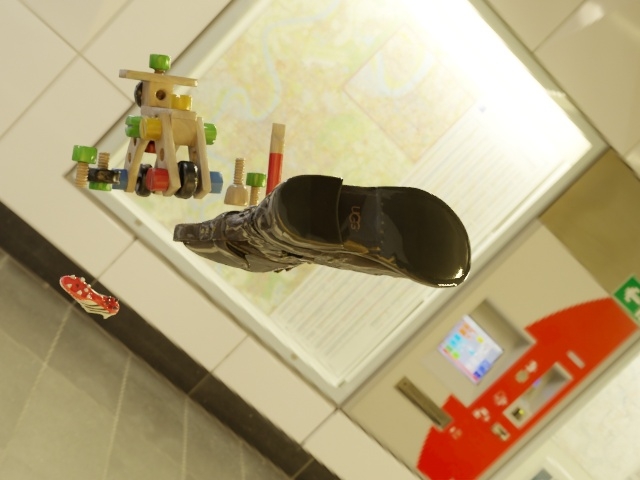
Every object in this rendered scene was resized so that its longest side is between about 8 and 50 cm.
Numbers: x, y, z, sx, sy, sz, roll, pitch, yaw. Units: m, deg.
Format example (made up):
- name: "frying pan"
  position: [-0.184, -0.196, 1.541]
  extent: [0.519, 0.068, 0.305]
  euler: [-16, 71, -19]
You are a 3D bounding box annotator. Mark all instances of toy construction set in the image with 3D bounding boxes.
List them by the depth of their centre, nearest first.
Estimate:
- name: "toy construction set"
  position: [-0.209, -0.182, 1.260]
  extent: [0.309, 0.237, 0.257]
  euler: [6, 1, -6]

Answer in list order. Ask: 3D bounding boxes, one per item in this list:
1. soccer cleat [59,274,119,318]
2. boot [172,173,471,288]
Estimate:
- name: "soccer cleat"
  position: [-0.291, 0.072, 0.976]
  extent: [0.083, 0.036, 0.029]
  euler: [33, 37, -31]
- name: "boot"
  position: [0.000, 0.000, 0.833]
  extent: [0.263, 0.091, 0.229]
  euler: [17, -17, -26]
